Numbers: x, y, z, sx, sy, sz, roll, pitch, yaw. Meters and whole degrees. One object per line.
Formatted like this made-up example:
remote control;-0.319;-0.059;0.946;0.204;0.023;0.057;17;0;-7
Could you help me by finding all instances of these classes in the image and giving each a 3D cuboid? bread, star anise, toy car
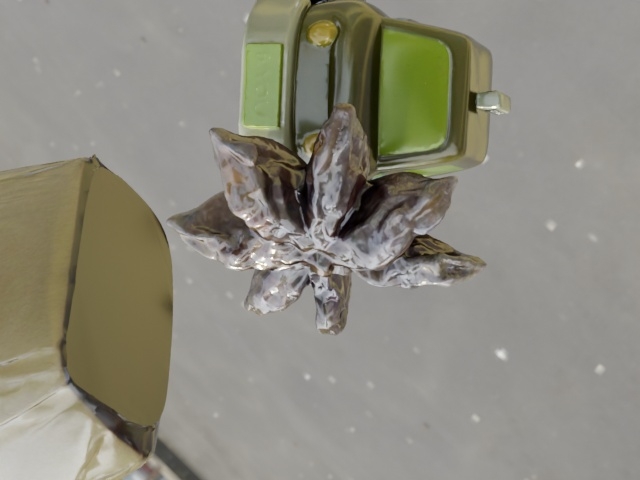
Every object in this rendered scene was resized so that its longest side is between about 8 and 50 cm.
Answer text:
bread;-0.182;0.068;0.641;0.142;0.211;0.224;51;-157;-38
star anise;-0.006;-0.012;0.845;0.212;0.073;0.197;-25;121;34
toy car;0.056;-0.112;0.994;0.198;0.204;0.248;3;-178;18
